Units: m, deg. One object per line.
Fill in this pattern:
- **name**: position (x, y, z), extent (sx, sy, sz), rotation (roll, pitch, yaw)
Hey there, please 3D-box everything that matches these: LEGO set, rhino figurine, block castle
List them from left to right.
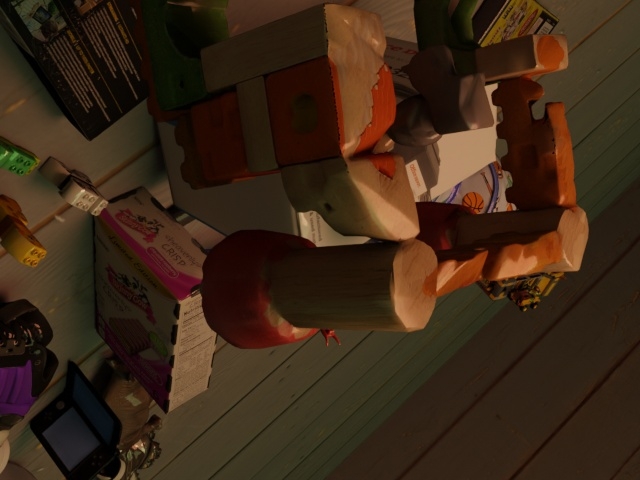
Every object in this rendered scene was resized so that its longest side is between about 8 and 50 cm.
- **LEGO set**: position (-0.270, -0.036, 0.636), extent (0.087, 0.093, 0.227), rotation (-48, 157, 2)
- **rhino figurine**: position (-0.274, 0.220, 1.074), extent (0.106, 0.073, 0.243), rotation (-30, 150, -42)
- **block castle**: position (0.023, -0.161, 0.554), extent (0.303, 0.213, 0.453), rotation (-13, 96, -46)
- **LEGO set**: position (0.379, -0.035, 1.534), extent (0.255, 0.331, 0.192), rotation (0, 130, -34)

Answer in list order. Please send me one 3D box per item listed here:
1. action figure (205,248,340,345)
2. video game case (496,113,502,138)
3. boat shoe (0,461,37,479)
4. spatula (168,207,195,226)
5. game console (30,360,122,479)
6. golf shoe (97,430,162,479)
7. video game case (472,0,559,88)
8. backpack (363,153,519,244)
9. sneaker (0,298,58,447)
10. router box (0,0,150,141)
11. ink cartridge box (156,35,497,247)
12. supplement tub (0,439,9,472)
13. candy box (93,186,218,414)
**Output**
- **action figure**: position (-0.066, 0.071, 0.988), extent (0.280, 0.139, 0.091), rotation (-5, 134, -29)
- **video game case**: position (0.232, -0.146, 1.221), extent (0.173, 0.022, 0.190), rotation (-54, -172, 22)
- **boat shoe**: position (-0.482, 0.352, 0.875), extent (0.156, 0.136, 0.367), rotation (-42, 166, -3)
- **spatula**: position (-0.094, -0.089, 0.938), extent (0.296, 0.030, 0.084), rotation (-38, 154, -20)
- **game console**: position (-0.320, 0.240, 0.959), extent (0.107, 0.122, 0.071), rotation (-41, 156, -12)
- **golf shoe**: position (-0.347, 0.392, 1.243), extent (0.094, 0.077, 0.198), rotation (4, 123, -44)
- **video game case**: position (0.277, -0.289, 1.257), extent (0.248, 0.035, 0.275), rotation (-6, 135, -58)
- **backpack**: position (0.141, -0.076, 1.070), extent (0.276, 0.263, 0.213), rotation (-54, 156, 19)
- **sneaker**: position (-0.352, 0.108, 0.736), extent (0.146, 0.102, 0.293), rotation (-45, 162, -14)
- **router box**: position (-0.183, -0.181, 0.613), extent (0.133, 0.046, 0.179), rotation (-41, 157, -14)
- **ink cartridge box**: position (0.014, -0.115, 0.809), extent (0.307, 0.223, 0.129), rotation (-31, 131, -33)
- **supplement tub**: position (-0.422, 0.245, 0.856), extent (0.071, 0.071, 0.107), rotation (-45, 158, -5)
- **candy box**: position (-0.194, 0.077, 0.867), extent (0.071, 0.159, 0.233), rotation (-30, 151, -36)
